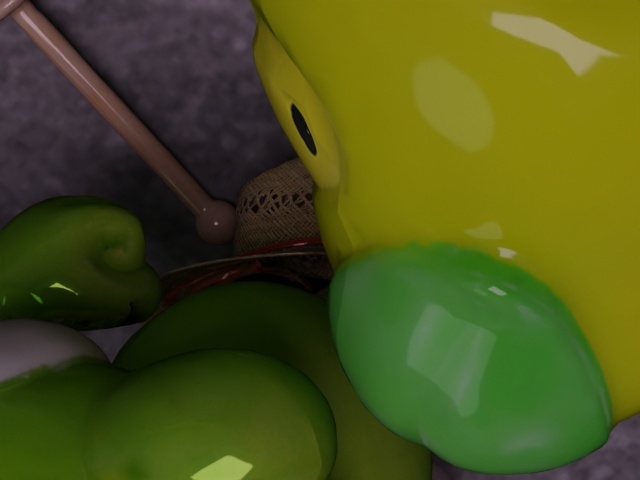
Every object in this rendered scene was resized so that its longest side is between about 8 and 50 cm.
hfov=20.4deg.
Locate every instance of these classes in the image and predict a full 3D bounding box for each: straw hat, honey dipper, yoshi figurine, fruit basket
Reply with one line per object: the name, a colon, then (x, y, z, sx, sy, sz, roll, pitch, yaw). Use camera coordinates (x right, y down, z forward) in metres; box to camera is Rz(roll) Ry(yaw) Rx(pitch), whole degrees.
straw hat: (0.000, 0.000, 0.670, 0.144, 0.144, 0.061, -3, 69, 5)
honey dipper: (-0.086, -0.057, 0.674, 0.030, 0.030, 0.161, -37, 106, 16)
yoshi figurine: (-0.110, 0.089, 0.585, 0.362, 0.203, 0.203, -8, 129, 39)
fruit basket: (0.056, -0.143, 0.450, 0.283, 0.392, 0.392, 35, 110, -10)

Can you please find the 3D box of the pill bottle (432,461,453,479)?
pill bottle: (-0.017, 0.216, 0.715, 0.146, 0.146, 0.264, 4, 112, 2)
